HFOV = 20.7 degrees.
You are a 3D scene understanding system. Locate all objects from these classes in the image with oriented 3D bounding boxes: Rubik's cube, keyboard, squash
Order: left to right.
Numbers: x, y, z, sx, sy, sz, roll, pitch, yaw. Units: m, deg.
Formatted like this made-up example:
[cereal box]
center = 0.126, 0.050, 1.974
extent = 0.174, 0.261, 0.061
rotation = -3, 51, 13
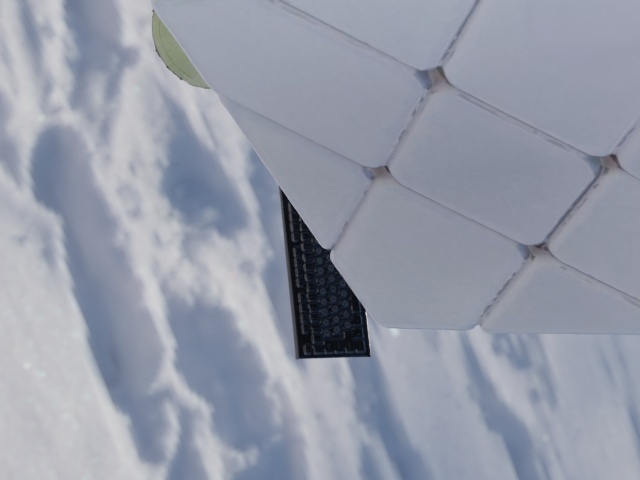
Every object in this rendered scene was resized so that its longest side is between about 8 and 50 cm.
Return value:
[squash]
center = -0.060, -0.151, 1.275
extent = 0.094, 0.094, 0.224
rotation = 62, -9, -15
[keyboard]
center = 0.000, 0.000, 1.407
extent = 0.010, 0.064, 0.198
rotation = 120, -33, -66
[Rubik's cube]
center = 0.149, -0.155, 1.055
extent = 0.319, 0.322, 0.316
rotation = 55, 46, -38
